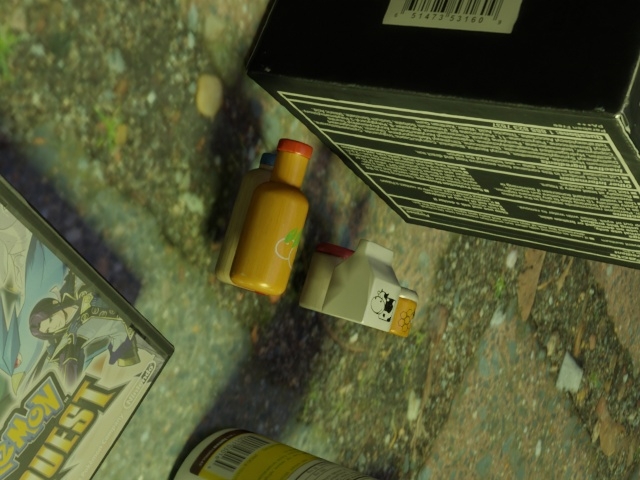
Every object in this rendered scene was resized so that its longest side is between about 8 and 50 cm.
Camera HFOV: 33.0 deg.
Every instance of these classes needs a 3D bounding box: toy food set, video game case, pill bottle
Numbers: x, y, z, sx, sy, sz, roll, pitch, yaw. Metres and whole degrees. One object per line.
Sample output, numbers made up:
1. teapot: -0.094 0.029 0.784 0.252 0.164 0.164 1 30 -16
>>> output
1. toy food set: 0.000 0.000 0.825 0.232 0.111 0.104 22 83 -52
2. video game case: -0.219 0.113 0.594 0.275 0.035 0.248 -58 144 -19
3. pill bottle: -0.004 0.223 0.803 0.117 0.215 0.117 -23 119 -49

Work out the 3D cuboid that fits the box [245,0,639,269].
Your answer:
1. box: 0.156 -0.122 0.847 0.294 0.296 0.183 40 68 -53
